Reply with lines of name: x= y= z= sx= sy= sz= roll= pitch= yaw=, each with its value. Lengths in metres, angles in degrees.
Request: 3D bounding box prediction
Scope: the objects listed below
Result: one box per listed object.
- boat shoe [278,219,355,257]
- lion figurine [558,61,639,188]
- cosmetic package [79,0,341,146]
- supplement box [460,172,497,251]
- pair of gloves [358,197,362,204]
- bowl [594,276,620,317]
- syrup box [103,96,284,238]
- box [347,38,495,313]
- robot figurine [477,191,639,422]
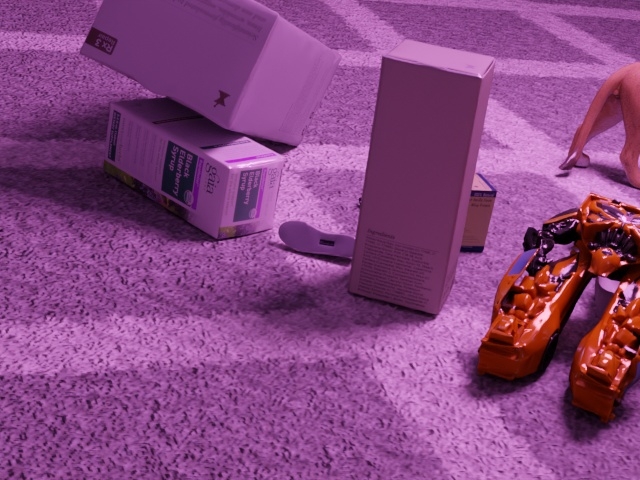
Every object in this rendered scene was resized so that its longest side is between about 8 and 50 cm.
boat shoe: x=0.000 y=0.000 z=1.474 sx=0.100 sy=0.035 sz=0.035 roll=10 pitch=-4 yaw=11
lion figurine: x=0.550 y=-0.204 z=1.885 sx=0.392 sy=0.240 sz=0.142 roll=-2 pitch=26 yaw=-23
cosmetic package: x=-0.127 y=-0.241 z=1.631 sx=0.217 sy=0.156 sz=0.385 roll=27 pitch=5 yaw=8
supplement box: x=0.162 y=-0.036 z=1.547 sx=0.083 sy=0.083 sz=0.056 roll=1 pitch=25 yaw=-18
pair of gloves: x=0.093 y=-0.048 z=1.641 sx=0.074 sy=0.010 sz=0.083 roll=20 pitch=28 yaw=20
bowl: x=0.381 y=0.069 z=1.431 sx=0.142 sy=0.053 sz=0.142 roll=14 pitch=24 yaw=12
syrup box: x=-0.159 y=-0.094 z=1.541 sx=0.096 sy=0.093 sz=0.237 roll=-12 pitch=31 yaw=-42
box: x=0.108 y=-0.068 z=1.357 sx=0.113 sy=0.275 sz=0.094 roll=15 pitch=24 yaw=13
robot figurine: x=0.289 y=0.053 z=1.311 sx=0.211 sy=0.085 sz=0.291 roll=20 pitch=46 yaw=22
